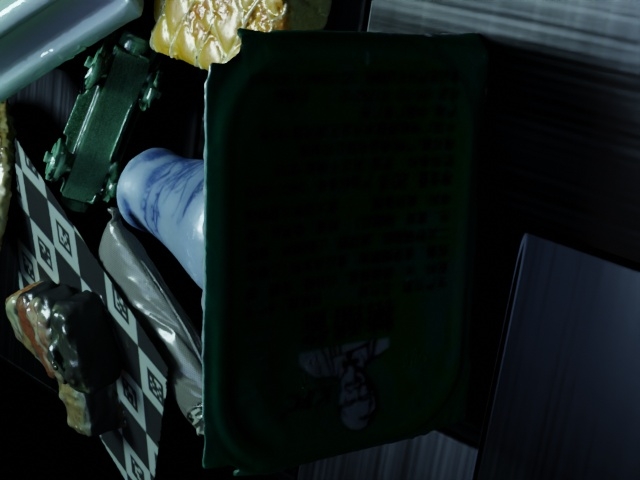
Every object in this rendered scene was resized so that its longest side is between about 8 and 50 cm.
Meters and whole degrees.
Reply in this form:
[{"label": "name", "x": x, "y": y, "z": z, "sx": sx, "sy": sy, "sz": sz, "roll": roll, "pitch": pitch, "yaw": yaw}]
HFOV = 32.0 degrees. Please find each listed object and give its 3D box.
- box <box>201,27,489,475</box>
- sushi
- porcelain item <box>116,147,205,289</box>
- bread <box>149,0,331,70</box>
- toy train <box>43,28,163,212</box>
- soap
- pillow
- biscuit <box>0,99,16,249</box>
[{"label": "box", "x": 0.000, "y": 0.000, "z": 0.897, "sx": 0.106, "sy": 0.264, "sz": 0.337, "roll": 19, "pitch": 110, "yaw": 54}, {"label": "sushi", "x": -0.286, "y": 0.114, "z": 1.214, "sx": 0.339, "sy": 0.068, "sz": 0.320, "roll": 52, "pitch": 148, "yaw": 25}, {"label": "porcelain item", "x": -0.093, "y": -0.018, "z": 1.056, "sx": 0.259, "sy": 0.141, "sz": 0.141, "roll": 21, "pitch": 111, "yaw": 47}, {"label": "bread", "x": -0.079, "y": -0.216, "z": 1.047, "sx": 0.188, "sy": 0.068, "sz": 0.126, "roll": 26, "pitch": 114, "yaw": 37}, {"label": "toy train", "x": -0.225, "y": -0.131, "z": 1.168, "sx": 0.200, "sy": 0.083, "sz": 0.132, "roll": -62, "pitch": 17, "yaw": 16}, {"label": "soap", "x": -0.318, "y": -0.246, "z": 1.140, "sx": 0.289, "sy": 0.095, "sz": 0.173, "roll": -26, "pitch": 52, "yaw": 23}, {"label": "pillow", "x": -0.153, "y": 0.102, "z": 1.124, "sx": 0.255, "sy": 0.059, "sz": 0.169, "roll": 53, "pitch": 162, "yaw": 17}, {"label": "biscuit", "x": -0.393, "y": -0.070, "z": 1.333, "sx": 0.220, "sy": 0.033, "sz": 0.220, "roll": -176, "pitch": 90, "yaw": -66}]
